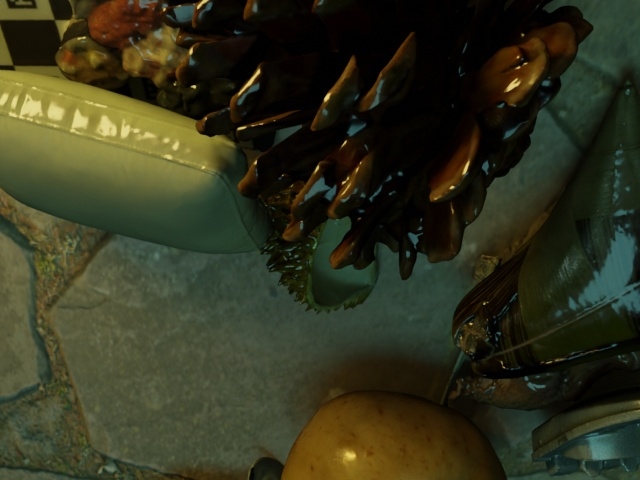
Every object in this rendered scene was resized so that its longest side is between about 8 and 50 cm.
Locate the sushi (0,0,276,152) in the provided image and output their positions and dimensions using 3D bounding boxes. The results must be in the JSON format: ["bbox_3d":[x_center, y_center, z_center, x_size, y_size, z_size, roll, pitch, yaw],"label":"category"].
[{"bbox_3d":[-0.187,-0.212,1.532,0.320,0.068,0.339,13,137,-1],"label":"sushi"}]

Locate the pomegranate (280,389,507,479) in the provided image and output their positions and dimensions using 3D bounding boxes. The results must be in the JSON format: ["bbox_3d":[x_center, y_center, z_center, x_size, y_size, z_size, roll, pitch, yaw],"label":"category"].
[{"bbox_3d":[0.091,0.324,1.902,0.307,0.307,0.307,6,137,6],"label":"pomegranate"}]

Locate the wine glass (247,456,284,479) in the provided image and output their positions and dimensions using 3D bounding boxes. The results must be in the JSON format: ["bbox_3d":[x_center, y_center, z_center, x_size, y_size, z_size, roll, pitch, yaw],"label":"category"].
[{"bbox_3d":[-0.151,0.394,2.126,0.241,0.126,0.126,-24,127,29],"label":"wine glass"}]

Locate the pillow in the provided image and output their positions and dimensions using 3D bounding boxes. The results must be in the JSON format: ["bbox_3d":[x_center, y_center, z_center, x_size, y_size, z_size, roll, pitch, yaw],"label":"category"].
[{"bbox_3d":[-0.218,-0.078,1.584,0.322,0.119,0.255,16,163,11],"label":"pillow"}]

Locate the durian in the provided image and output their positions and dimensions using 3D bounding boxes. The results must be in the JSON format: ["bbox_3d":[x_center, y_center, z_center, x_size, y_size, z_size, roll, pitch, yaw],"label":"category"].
[{"bbox_3d":[0.000,0.000,1.715,0.139,0.144,0.252,-21,133,-20],"label":"durian"}]

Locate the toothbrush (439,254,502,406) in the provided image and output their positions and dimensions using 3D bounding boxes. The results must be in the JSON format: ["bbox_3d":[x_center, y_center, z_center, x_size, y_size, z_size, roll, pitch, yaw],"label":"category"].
[{"bbox_3d":[0.181,0.116,1.831,0.028,0.026,0.294,24,139,14],"label":"toothbrush"}]

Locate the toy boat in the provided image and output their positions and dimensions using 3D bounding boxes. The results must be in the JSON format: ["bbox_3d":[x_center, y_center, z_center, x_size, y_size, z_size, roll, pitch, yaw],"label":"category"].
[{"bbox_3d":[0.351,0.225,1.780,0.141,0.092,0.319,-5,164,-9],"label":"toy boat"}]

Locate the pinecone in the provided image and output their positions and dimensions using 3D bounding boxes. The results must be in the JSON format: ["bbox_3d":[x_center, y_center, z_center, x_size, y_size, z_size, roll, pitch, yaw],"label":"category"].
[{"bbox_3d":[0.031,-0.171,1.340,0.384,0.384,0.384,6,137,6],"label":"pinecone"}]

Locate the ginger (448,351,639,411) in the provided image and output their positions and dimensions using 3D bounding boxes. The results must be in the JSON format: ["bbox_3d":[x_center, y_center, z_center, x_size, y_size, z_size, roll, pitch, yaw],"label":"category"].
[{"bbox_3d":[0.288,0.149,1.797,0.122,0.084,0.290,24,147,-36],"label":"ginger"}]

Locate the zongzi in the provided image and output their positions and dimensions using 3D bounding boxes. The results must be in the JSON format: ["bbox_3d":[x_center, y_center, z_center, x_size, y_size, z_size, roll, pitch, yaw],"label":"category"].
[{"bbox_3d":[0.249,-0.005,1.615,0.289,0.154,0.317,-16,116,19],"label":"zongzi"}]
